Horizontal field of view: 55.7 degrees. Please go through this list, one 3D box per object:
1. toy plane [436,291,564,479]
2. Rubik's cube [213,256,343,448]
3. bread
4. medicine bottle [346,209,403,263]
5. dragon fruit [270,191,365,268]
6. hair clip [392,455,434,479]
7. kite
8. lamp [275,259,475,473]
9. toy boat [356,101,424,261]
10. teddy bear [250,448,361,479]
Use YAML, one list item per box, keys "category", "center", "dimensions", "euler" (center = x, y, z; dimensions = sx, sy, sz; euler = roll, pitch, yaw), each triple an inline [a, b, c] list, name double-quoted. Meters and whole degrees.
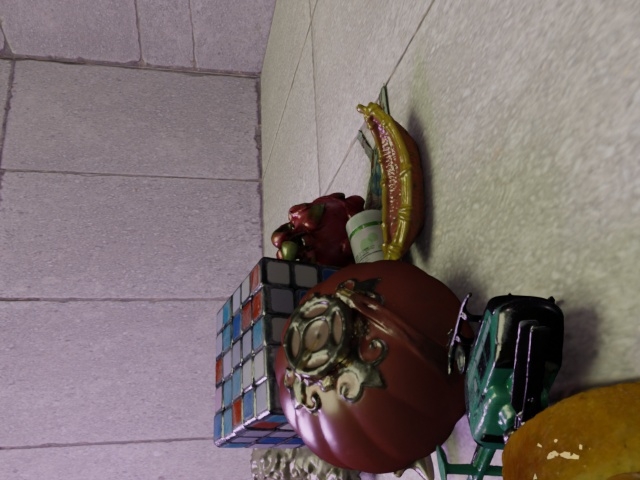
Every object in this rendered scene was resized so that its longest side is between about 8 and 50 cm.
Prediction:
- category: "toy plane"
  center: [0.194, 0.188, 0.662]
  dimensions: [0.155, 0.107, 0.381]
  euler: [-87, 2, -54]
- category: "Rubik's cube"
  center: [-0.028, 0.231, 1.164]
  dimensions: [0.292, 0.293, 0.286]
  euler: [131, 141, -51]
- category: "bread"
  center: [0.228, 0.213, 0.507]
  dimensions: [0.143, 0.140, 0.229]
  euler: [-91, 11, -48]
- category: "medicine bottle"
  center: [0.108, 0.040, 1.114]
  dimensions: [0.086, 0.086, 0.183]
  euler: [108, 154, -52]
- category: "dragon fruit"
  center: [0.000, 0.004, 1.268]
  dimensions: [0.218, 0.273, 0.198]
  euler: [58, 147, 19]
- category: "hair clip"
  center: [0.145, 0.253, 1.001]
  dimensions: [0.106, 0.085, 0.292]
  euler: [104, 168, -55]
- category: "kite"
  center: [0.115, -0.171, 1.317]
  dimensions: [0.314, 0.012, 0.335]
  euler: [-112, 27, -61]
- category: "lamp"
  center: [0.075, 0.173, 0.867]
  dimensions: [0.303, 0.257, 0.303]
  euler: [-26, 48, 33]
- category: "toy boat"
  center: [0.128, -0.098, 1.063]
  dimensions: [0.141, 0.099, 0.317]
  euler: [115, 151, -69]
- category: "teddy bear"
  center: [-0.004, 0.500, 1.410]
  dimensions: [0.368, 0.225, 0.357]
  euler: [-3, 66, 54]
